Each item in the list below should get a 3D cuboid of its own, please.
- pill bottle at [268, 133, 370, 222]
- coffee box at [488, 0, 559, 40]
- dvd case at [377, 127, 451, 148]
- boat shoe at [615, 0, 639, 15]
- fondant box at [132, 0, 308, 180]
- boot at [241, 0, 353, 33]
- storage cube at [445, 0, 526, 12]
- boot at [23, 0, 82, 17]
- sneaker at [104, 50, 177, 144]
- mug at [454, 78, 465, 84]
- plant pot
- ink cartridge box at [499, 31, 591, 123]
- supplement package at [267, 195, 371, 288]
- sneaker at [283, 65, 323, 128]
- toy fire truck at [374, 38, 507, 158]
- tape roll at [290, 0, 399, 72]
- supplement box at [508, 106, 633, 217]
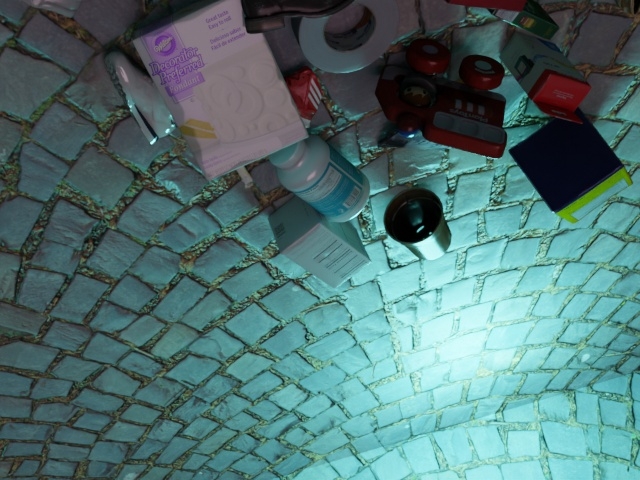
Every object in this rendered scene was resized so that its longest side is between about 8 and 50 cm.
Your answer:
[{"bbox_3d":[-0.006,-0.160,1.891,0.146,0.146,0.264,-37,136,18],"label":"pill bottle"},{"bbox_3d":[0.427,-0.506,1.721,0.184,0.113,0.040,10,129,-33],"label":"coffee box"},{"bbox_3d":[0.272,-0.256,1.931,0.221,0.018,0.164,-2,170,-21],"label":"dvd case"},{"bbox_3d":[0.731,-0.600,1.773,0.068,0.072,0.190,-12,138,-10],"label":"boat shoe"},{"bbox_3d":[-0.198,-0.317,1.604,0.238,0.096,0.330,-24,118,3],"label":"fondant box"},{"bbox_3d":[-0.061,-0.521,1.450,0.262,0.091,0.229,-21,116,-15],"label":"boot"},{"bbox_3d":[0.314,-0.578,1.527,0.193,0.215,0.184,-3,136,-29],"label":"storage cube"},{"bbox_3d":[-0.527,-0.477,1.371,0.258,0.095,0.123,17,120,-37],"label":"boot"},{"bbox_3d":[-0.369,-0.310,1.641,0.094,0.090,0.235,-31,143,-7],"label":"sneaker"},{"bbox_3d":[0.352,-0.350,1.900,0.078,0.062,0.064,-26,147,16],"label":"mug"},{"bbox_3d":[0.275,-0.034,2.144,0.166,0.167,0.165,-30,147,10],"label":"plant pot"},{"bbox_3d":[0.525,-0.375,1.810,0.134,0.231,0.078,7,131,-29],"label":"ink cartridge box"},{"bbox_3d":[0.000,0.000,2.070,0.133,0.139,0.244,-38,136,16],"label":"supplement package"},{"bbox_3d":[-0.094,-0.345,1.729,0.221,0.087,0.128,22,103,-33],"label":"sneaker"},{"bbox_3d":[0.268,-0.298,1.738,0.302,0.254,0.169,16,131,3],"label":"toy fire truck"},{"bbox_3d":[0.051,-0.462,1.645,0.219,0.072,0.219,-12,139,-11],"label":"tape roll"},{"bbox_3d":[0.641,-0.185,1.994,0.194,0.195,0.356,-37,162,18],"label":"supplement box"}]
